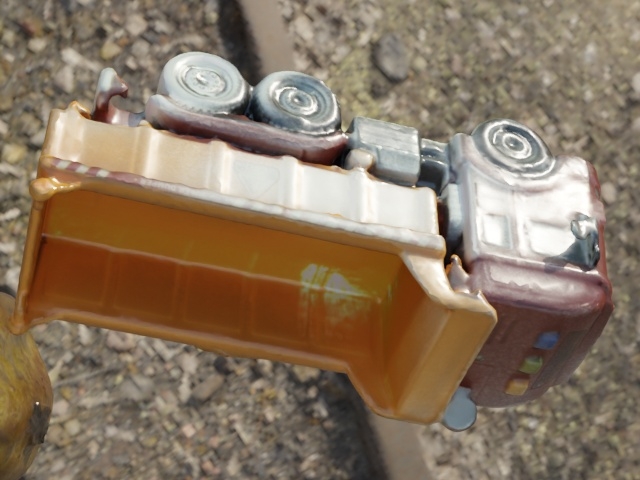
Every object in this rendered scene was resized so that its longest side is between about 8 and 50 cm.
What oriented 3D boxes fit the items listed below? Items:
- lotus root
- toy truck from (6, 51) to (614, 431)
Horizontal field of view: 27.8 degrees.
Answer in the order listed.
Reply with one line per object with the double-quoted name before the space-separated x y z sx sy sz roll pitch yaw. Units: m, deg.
"lotus root" -0.313 0.131 1.066 0.193 0.291 0.193 1 82 -7
"toy truck" 0.000 0.000 0.611 0.270 0.114 0.135 11 47 -11
